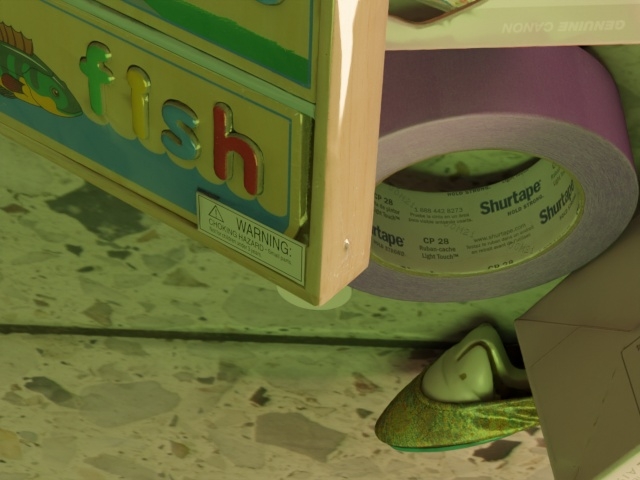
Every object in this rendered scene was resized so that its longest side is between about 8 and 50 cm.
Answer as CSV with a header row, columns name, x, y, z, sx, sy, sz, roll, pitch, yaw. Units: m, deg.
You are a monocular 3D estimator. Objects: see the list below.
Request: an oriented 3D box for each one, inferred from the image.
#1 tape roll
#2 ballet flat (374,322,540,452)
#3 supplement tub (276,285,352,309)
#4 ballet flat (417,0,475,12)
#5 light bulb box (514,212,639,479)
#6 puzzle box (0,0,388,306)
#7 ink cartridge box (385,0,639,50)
name,x,y,z,sx,sy,sz,roll,pitch,yaw
tape roll,0.115,-0.055,1.351,0.275,0.090,0.275,-3,148,-2
ballet flat,0.207,0.130,1.638,0.349,0.123,0.123,-9,143,23
supplement tub,0.000,0.000,1.474,0.071,0.107,0.071,5,146,3
ballet flat,0.060,-0.215,1.194,0.241,0.091,0.077,14,115,-17
light bulb box,0.424,0.109,1.381,0.361,0.225,0.358,29,123,-28
puzzle box,-0.140,-0.157,0.950,0.409,0.052,0.272,27,135,27
ink cartridge box,0.056,-0.234,0.926,0.296,0.066,0.261,-2,128,-2
